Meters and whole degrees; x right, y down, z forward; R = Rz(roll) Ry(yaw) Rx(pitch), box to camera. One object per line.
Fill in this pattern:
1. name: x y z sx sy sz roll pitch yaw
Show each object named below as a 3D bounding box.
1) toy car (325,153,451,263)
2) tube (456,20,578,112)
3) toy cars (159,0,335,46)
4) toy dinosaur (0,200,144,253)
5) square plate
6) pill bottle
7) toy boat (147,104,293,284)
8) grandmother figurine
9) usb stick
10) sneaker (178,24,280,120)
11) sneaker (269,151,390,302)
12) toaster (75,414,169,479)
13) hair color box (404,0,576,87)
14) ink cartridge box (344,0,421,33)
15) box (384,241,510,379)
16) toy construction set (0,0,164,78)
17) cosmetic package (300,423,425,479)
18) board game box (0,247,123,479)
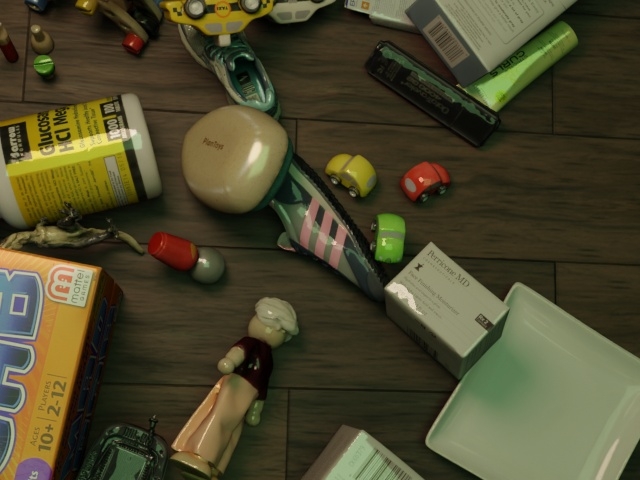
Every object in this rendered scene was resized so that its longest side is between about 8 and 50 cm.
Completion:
1. toy car: 0.127 -0.064 1.665 0.239 0.053 0.225 6 58 -6
2. tube: 0.384 -0.329 1.777 0.240 0.062 0.070 -36 49 -3
3. toy cars: -0.116 -0.400 1.632 0.177 0.394 0.087 7 111 31
4. toy dinosaur: -0.401 -0.012 1.541 0.268 0.118 0.064 2 68 -34
5. square plate: 0.412 0.310 1.686 0.344 0.049 0.347 33 79 -2
6. pill bottle: -0.451 -0.126 1.569 0.334 0.188 0.187 -15 84 -9
7. toy boat: -0.170 -0.080 1.607 0.148 0.267 0.318 27 94 -39
8. grandmother figurine: -0.136 0.241 1.565 0.104 0.207 0.342 21 61 12
9. usb stick: 0.212 -0.277 1.746 0.278 0.045 0.077 34 110 -1
10. sneaker: -0.158 -0.337 1.673 0.110 0.122 0.283 -35 87 -11
11. sneaker: 0.000 0.000 1.667 0.131 0.112 0.319 -37 89 12
12. toaster: -0.327 0.388 1.528 0.129 0.146 0.227 22 80 -4
13. hair color box: 0.361 -0.474 1.734 0.374 0.113 0.185 -40 95 -18
14. ink cartridge box: 0.169 -0.515 1.781 0.224 0.045 0.223 13 80 -6
15. box: 0.216 0.125 1.601 0.181 0.182 0.119 41 78 18
16. toy construction set: -0.429 -0.430 1.594 0.309 0.237 0.257 -41 88 -11
17. cosmetic package: 0.065 0.417 1.555 0.151 0.183 0.151 39 78 0
18. board game box: -0.533 0.197 1.425 0.357 0.356 0.356 12 81 -6
